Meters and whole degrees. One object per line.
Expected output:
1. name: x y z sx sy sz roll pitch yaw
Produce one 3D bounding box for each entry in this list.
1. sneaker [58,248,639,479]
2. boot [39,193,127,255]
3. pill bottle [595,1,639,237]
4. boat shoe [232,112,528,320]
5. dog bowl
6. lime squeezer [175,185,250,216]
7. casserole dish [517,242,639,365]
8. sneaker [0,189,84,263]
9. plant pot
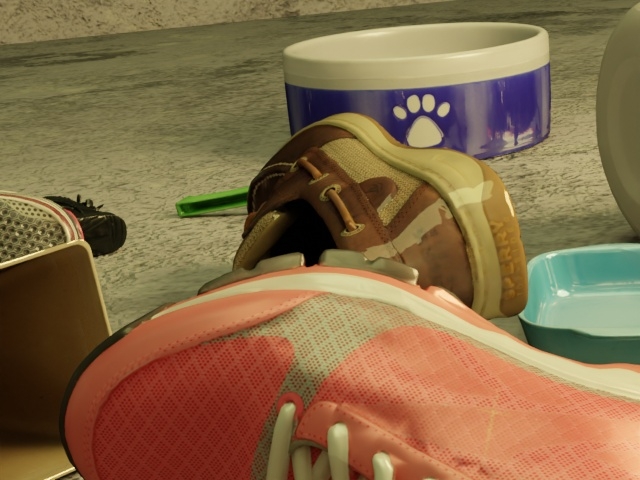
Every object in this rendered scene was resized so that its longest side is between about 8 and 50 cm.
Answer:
1. sneaker: 0.052 0.089 0.534 0.314 0.116 0.136 8 24 8
2. boot: -0.221 -0.011 1.217 0.121 0.045 0.099 -6 14 -37
3. pill bottle: 0.369 -0.095 1.080 0.323 0.181 0.181 -9 14 -14
4. boat shoe: 0.000 0.000 0.951 0.123 0.123 0.342 -19 15 -17
5. dog bowl: 0.097 -0.150 1.547 0.265 0.104 0.265 -5 14 1
6. lime squeezer: 0.024 -0.040 1.231 0.310 0.059 0.110 10 20 44
7. casserole dish: 0.173 0.041 0.898 0.114 0.037 0.188 -2 13 11
8. sneaker: -0.258 0.033 0.834 0.299 0.121 0.112 -16 -13 -35
9. plant pot: -0.174 0.067 0.780 0.096 0.109 0.109 -7 9 42
